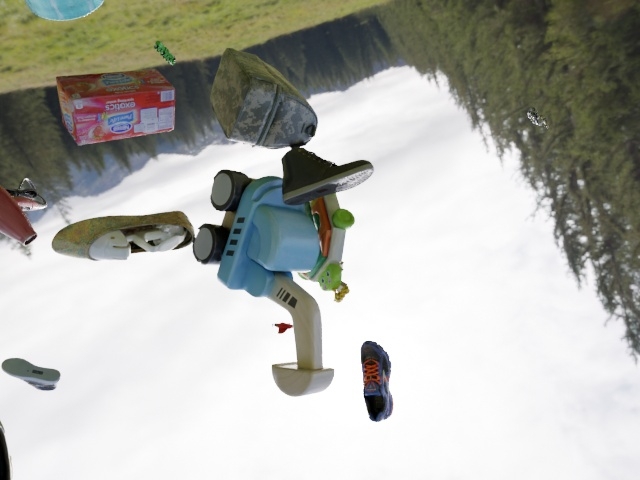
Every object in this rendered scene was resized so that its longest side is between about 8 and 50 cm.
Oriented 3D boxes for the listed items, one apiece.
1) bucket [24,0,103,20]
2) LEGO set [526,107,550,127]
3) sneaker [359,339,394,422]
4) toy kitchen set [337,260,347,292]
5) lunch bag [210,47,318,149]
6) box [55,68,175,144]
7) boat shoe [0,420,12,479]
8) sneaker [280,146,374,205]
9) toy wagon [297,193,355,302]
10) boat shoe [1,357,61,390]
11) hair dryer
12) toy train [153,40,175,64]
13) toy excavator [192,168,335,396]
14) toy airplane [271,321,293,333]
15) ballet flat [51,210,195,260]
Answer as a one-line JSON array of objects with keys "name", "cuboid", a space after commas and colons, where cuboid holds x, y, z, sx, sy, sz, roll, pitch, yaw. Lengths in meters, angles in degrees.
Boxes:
[{"name": "bucket", "cuboid": [-0.786, -0.806, 1.428, 0.281, 0.281, 0.183, -28, 158, -18]}, {"name": "LEGO set", "cuboid": [0.519, -0.293, 1.166, 0.023, 0.054, 0.083, -36, -166, 15]}, {"name": "sneaker", "cuboid": [0.145, 0.371, 1.267, 0.083, 0.221, 0.087, -12, 178, 22]}, {"name": "toy kitchen set", "cuboid": [0.057, 0.116, 1.384, 0.075, 0.068, 0.083, 28, -134, 24]}, {"name": "lunch bag", "cuboid": [-0.166, -0.412, 1.461, 0.256, 0.212, 0.305, 4, -145, -32]}, {"name": "box", "cuboid": [-0.518, -0.348, 1.242, 0.257, 0.128, 0.122, -21, -127, -35]}, {"name": "boat shoe", "cuboid": [-0.567, 0.316, 0.799, 0.069, 0.227, 0.081, -15, -177, 25]}, {"name": "sneaker", "cuboid": [0.004, -0.163, 1.054, 0.222, 0.118, 0.083, -16, 166, 25]}, {"name": "toy wagon", "cuboid": [0.000, 0.000, 1.266, 0.068, 0.267, 0.344, 4, -126, -25]}, {"name": "boat shoe", "cuboid": [-0.965, 0.452, 1.608, 0.083, 0.184, 0.065, -56, -161, 37]}, {"name": "hair dryer", "cuboid": [-0.720, -0.097, 1.131, 0.080, 0.224, 0.293, -47, -127, 12]}, {"name": "toy train", "cuboid": [-0.382, -0.462, 1.194, 0.017, 0.023, 0.083, 22, 175, 15]}, {"name": "toy excavator", "cuboid": [-0.102, 0.082, 1.146, 0.222, 0.432, 0.445, 9, -166, -47]}, {"name": "toy airplane", "cuboid": [-0.115, 0.334, 1.864, 0.151, 0.028, 0.151, 8, -173, -1]}, {"name": "ballet flat", "cuboid": [-0.471, -0.004, 1.212, 0.123, 0.123, 0.349, 0, -170, 45]}]
